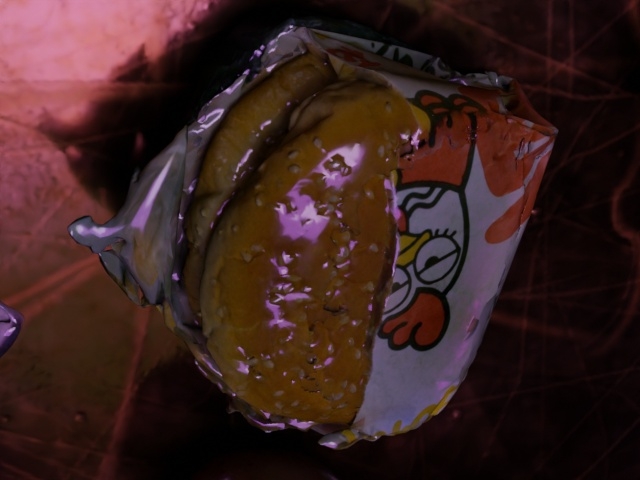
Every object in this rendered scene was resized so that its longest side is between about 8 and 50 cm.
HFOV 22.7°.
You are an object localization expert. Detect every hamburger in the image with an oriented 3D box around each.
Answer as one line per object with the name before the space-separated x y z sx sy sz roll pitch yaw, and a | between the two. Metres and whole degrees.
hamburger | -0.003 -0.001 0.792 0.235 0.125 0.214 11 102 -37

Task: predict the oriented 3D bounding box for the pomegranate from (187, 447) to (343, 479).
pomegranate | -0.026 0.175 0.861 0.129 0.159 0.129 2 83 -17

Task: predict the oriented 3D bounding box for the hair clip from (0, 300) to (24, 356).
hair clip | -0.237 0.101 0.807 0.159 0.071 0.218 23 101 -23
